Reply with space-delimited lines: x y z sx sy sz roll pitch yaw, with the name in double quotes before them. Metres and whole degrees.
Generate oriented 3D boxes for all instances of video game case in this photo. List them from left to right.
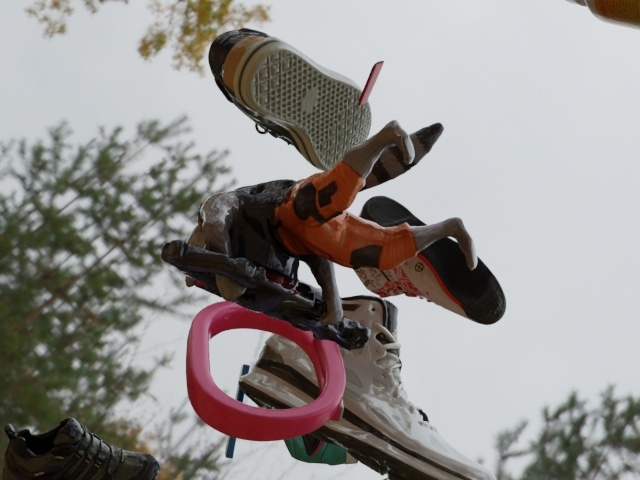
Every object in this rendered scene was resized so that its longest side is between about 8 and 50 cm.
"video game case" -0.152 0.311 1.708 0.015 0.166 0.119 11 -11 -5

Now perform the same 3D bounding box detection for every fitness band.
"fitness band" -0.075 0.167 1.249 0.209 0.291 0.054 8 -65 -12

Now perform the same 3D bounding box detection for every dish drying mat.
"dish drying mat" 0.088 -0.277 1.641 0.008 0.032 0.083 35 -55 19

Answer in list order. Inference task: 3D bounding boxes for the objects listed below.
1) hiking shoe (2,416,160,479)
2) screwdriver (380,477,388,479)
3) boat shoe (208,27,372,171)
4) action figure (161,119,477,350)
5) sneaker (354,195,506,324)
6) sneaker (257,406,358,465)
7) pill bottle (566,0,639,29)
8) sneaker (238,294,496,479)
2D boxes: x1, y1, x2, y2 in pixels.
"hiking shoe" -0.346 0.316 1.355 0.227 0.086 0.114 3 -59 -10
"screwdriver" 0.138 0.488 1.910 0.024 0.170 0.025 58 -29 28
"boat shoe" -0.046 -0.274 1.829 0.156 0.187 0.500 33 4 31
"action figure" 0.000 0.000 1.040 0.330 0.178 0.341 -13 -28 24
"sneaker" 0.158 0.057 1.449 0.270 0.090 0.145 39 -35 13
"sneaker" -0.033 0.283 1.753 0.124 0.178 0.295 163 -80 -82
"pill bottle" 0.443 -0.353 1.257 0.245 0.136 0.136 31 -32 49
"sneaker" 0.114 0.232 1.507 0.447 0.257 0.169 26 -18 16
